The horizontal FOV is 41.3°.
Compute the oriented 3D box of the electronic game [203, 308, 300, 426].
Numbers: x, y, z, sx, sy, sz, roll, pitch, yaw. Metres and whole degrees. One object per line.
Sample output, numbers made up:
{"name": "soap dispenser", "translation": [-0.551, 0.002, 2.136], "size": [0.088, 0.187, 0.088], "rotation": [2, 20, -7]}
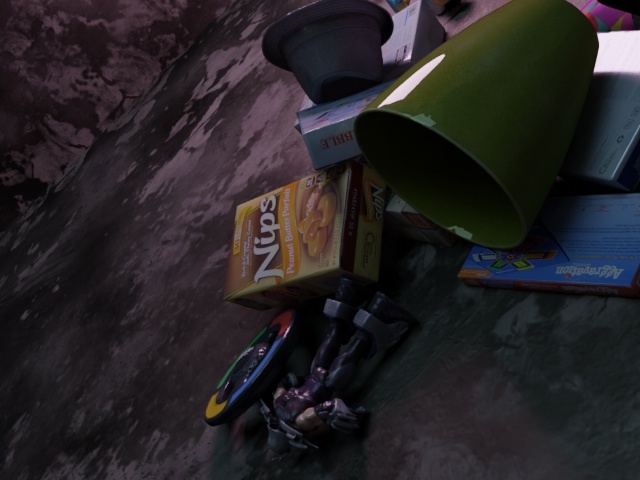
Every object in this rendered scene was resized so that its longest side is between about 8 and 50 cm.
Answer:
{"name": "electronic game", "translation": [-0.110, 0.203, 1.370], "size": [0.229, 0.048, 0.229], "rotation": [-49, 9, 10]}

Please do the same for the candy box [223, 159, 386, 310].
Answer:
{"name": "candy box", "translation": [-0.031, 0.000, 1.405], "size": [0.317, 0.088, 0.182], "rotation": [-18, 59, 48]}

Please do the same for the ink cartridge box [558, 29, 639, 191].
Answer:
{"name": "ink cartridge box", "translation": [0.397, -0.184, 1.165], "size": [0.223, 0.045, 0.224], "rotation": [-62, 23, 3]}

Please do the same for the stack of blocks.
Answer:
{"name": "stack of blocks", "translation": [0.144, -0.098, 1.418], "size": [0.171, 0.087, 0.297], "rotation": [-55, 29, -13]}

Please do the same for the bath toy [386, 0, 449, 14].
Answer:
{"name": "bath toy", "translation": [0.292, -0.605, 1.819], "size": [0.348, 0.129, 0.151], "rotation": [-45, 28, 3]}

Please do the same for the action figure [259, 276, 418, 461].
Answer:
{"name": "action figure", "translation": [0.012, 0.198, 1.226], "size": [0.285, 0.099, 0.185], "rotation": [-56, 36, -8]}

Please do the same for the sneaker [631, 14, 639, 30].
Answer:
{"name": "sneaker", "translation": [0.503, -0.395, 1.176], "size": [0.163, 0.226, 0.086], "rotation": [-43, 56, 0]}

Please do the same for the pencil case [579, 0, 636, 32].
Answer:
{"name": "pencil case", "translation": [0.421, -0.319, 1.309], "size": [0.236, 0.104, 0.104], "rotation": [-48, 28, 0]}

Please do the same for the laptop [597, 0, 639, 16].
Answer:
{"name": "laptop", "translation": [0.614, -0.365, 0.969], "size": [0.382, 0.408, 0.236], "rotation": [11, 96, 59]}

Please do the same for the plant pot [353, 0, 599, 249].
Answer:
{"name": "plant pot", "translation": [0.241, -0.186, 1.156], "size": [0.293, 0.275, 0.275], "rotation": [-51, 28, -14]}

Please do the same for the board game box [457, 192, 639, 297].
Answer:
{"name": "board game box", "translation": [0.317, 0.003, 1.117], "size": [0.281, 0.027, 0.145], "rotation": [1, 53, 55]}

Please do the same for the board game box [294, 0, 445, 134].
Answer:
{"name": "board game box", "translation": [0.104, -0.339, 1.773], "size": [0.303, 0.097, 0.224], "rotation": [-23, 35, 35]}

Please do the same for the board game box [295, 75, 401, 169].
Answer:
{"name": "board game box", "translation": [0.122, -0.221, 1.421], "size": [0.319, 0.065, 0.318], "rotation": [-18, 15, 2]}

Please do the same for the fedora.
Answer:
{"name": "fedora", "translation": [0.028, -0.329, 1.563], "size": [0.244, 0.124, 0.275], "rotation": [-18, -9, 12]}
